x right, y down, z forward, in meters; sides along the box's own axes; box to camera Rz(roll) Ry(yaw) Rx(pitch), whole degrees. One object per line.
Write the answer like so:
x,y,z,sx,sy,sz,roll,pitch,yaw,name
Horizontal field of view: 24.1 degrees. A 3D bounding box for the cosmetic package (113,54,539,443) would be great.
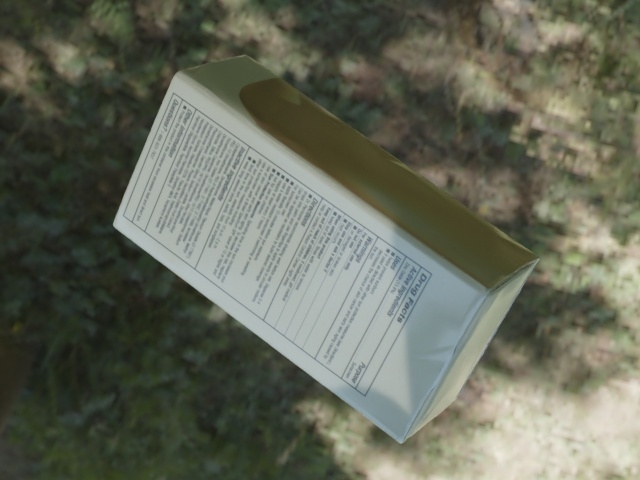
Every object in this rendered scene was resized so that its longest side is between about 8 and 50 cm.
0.000,0.000,0.448,0.115,0.041,0.060,37,119,16,cosmetic package
